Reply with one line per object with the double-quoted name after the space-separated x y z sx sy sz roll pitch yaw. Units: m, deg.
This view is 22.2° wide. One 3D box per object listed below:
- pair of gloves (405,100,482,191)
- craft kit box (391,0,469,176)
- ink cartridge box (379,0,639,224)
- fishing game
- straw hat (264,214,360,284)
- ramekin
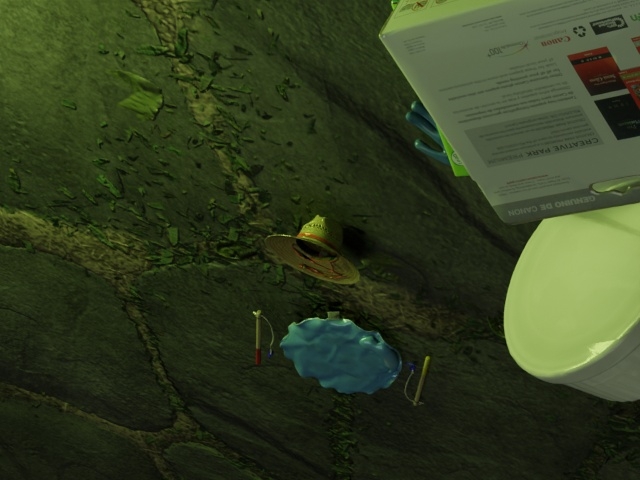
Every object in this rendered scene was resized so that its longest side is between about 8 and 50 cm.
0.196 -0.127 1.908 0.159 0.023 0.198 44 142 -18 "pair of gloves"
0.229 -0.178 1.769 0.246 0.061 0.250 -1 132 27 "craft kit box"
0.264 -0.171 1.612 0.309 0.130 0.272 -10 129 37 "ink cartridge box"
0.031 0.161 2.382 0.264 0.041 0.189 13 144 8 "fishing game"
0.000 0.000 2.173 0.144 0.061 0.144 20 162 7 "straw hat"
0.345 0.057 1.843 0.127 0.273 0.273 31 148 -26 "ramekin"
